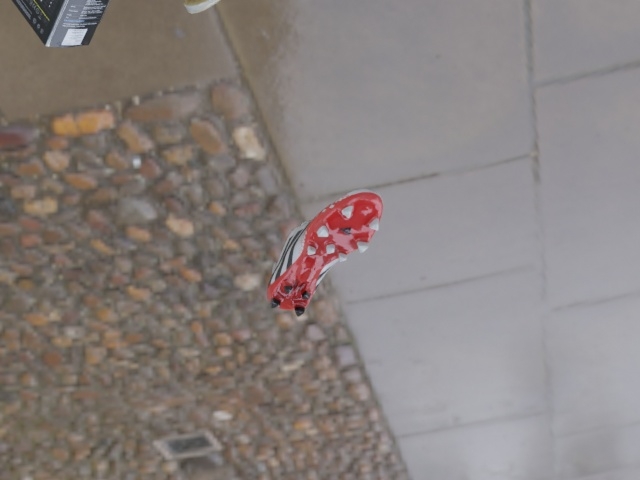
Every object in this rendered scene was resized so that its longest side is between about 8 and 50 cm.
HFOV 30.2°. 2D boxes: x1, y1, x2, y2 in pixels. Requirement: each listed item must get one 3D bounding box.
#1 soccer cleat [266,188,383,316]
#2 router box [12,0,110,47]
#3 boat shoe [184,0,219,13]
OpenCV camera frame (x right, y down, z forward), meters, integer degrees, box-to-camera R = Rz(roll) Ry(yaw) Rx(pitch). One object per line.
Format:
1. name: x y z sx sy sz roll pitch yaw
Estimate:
1. soccer cleat: 0.000 0.000 0.549 0.029 0.036 0.083 21 129 -22
2. router box: -0.181 -0.203 0.790 0.038 0.122 0.092 -12 146 -46
3. boat shoe: 0.000 -0.120 0.382 0.089 0.104 0.285 37 169 -27
